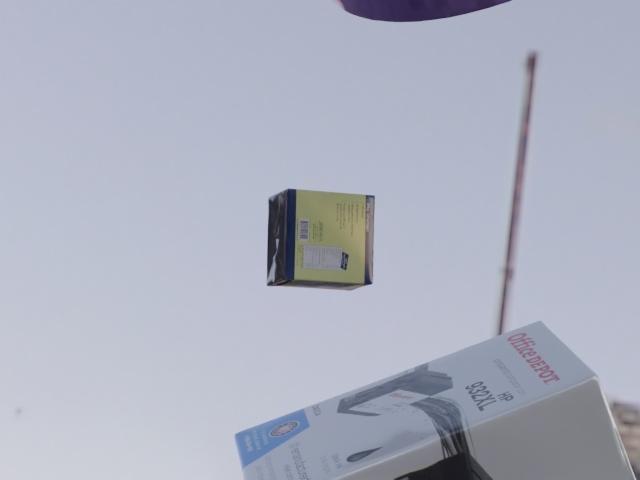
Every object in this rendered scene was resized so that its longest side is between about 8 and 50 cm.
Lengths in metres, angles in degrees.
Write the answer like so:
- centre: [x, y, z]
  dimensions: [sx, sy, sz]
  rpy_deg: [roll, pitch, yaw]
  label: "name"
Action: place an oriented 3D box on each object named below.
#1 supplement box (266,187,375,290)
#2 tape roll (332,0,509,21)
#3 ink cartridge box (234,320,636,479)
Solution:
- centre: [0.000, 0.000, 1.765]
  dimensions: [0.083, 0.083, 0.056]
  rpy_deg: [4, -9, -20]
  label: "supplement box"
- centre: [0.079, -0.209, 1.139]
  dimensions: [0.189, 0.189, 0.080]
  rpy_deg: [-4, -55, 27]
  label: "tape roll"
- centre: [0.094, 0.198, 1.709]
  dimensions: [0.307, 0.129, 0.223]
  rpy_deg: [-20, 11, -2]
  label: "ink cartridge box"
